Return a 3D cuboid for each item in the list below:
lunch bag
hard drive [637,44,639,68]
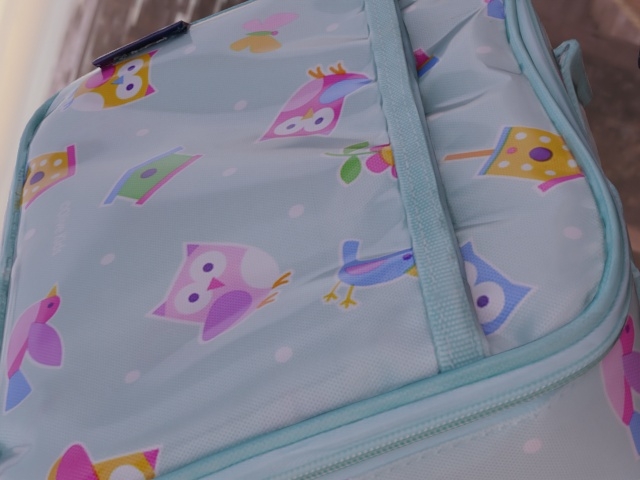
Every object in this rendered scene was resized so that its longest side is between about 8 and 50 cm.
[{"bbox_3d":[0.000,0.000,0.481,0.224,0.108,0.279,-23,37,11],"label":"lunch bag"},{"bbox_3d":[0.199,-0.173,0.317,0.237,0.064,0.338,28,131,43],"label":"hard drive"}]
